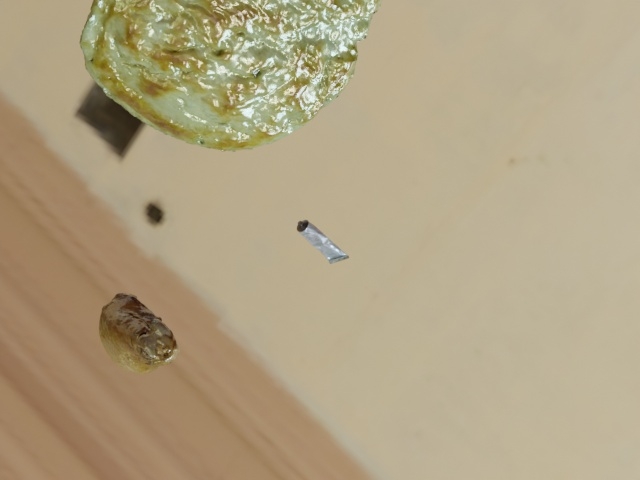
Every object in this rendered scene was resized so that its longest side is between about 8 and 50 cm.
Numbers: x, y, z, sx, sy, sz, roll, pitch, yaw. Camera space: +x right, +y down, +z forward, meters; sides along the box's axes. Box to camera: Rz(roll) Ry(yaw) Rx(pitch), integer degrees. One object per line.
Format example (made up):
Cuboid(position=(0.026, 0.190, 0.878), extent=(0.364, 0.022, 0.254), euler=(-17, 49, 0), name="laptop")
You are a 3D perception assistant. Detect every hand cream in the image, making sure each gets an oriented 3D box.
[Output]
Cuboid(position=(0.000, 0.000, 2.082), extent=(0.093, 0.030, 0.019), euler=(42, -142, -41), name="hand cream")

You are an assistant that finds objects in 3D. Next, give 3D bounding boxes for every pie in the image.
Cuboid(position=(-0.060, -0.178, 1.183), extent=(0.201, 0.248, 0.090), euler=(26, -155, -22), name="pie")

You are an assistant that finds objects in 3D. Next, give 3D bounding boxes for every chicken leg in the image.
Cuboid(position=(-0.240, 0.132, 2.115), extent=(0.107, 0.087, 0.251), euler=(49, 169, -13), name="chicken leg")
